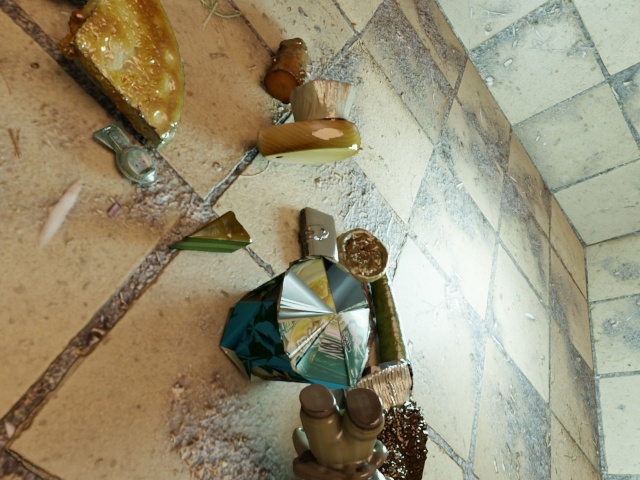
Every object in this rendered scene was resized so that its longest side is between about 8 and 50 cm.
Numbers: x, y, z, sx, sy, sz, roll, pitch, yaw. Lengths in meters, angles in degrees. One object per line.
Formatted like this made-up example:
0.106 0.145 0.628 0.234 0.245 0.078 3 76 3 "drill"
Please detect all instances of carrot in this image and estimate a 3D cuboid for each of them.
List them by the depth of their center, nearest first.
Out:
0.166 0.189 1.105 0.074 0.074 0.358 13 60 -43 "carrot"
-0.076 -0.463 1.143 0.102 0.102 0.263 39 42 -28 "carrot"

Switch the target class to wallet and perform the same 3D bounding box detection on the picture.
0.000 0.000 1.035 0.118 0.039 0.152 15 63 -45 "wallet"

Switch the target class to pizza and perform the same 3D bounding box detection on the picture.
-0.341 -0.325 0.761 0.226 0.086 0.335 -17 100 -55 "pizza"

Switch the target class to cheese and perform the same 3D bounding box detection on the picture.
-0.329 -0.146 0.759 0.120 0.026 0.067 53 42 -15 "cheese"

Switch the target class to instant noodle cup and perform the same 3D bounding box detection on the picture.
-0.045 0.158 0.805 0.240 0.178 0.240 22 58 -39 "instant noodle cup"

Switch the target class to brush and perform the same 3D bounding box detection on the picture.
-0.033 -0.270 1.013 0.267 0.174 0.166 -11 92 -38 "brush"

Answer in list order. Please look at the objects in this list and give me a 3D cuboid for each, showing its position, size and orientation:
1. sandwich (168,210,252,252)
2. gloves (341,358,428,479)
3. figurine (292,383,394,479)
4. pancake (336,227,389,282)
-0.196 0.008 0.794 0.116 0.074 0.074 -41 103 -47 "sandwich"
0.138 0.417 0.915 0.210 0.135 0.312 1 73 -51 "gloves"
0.048 0.409 0.692 0.248 0.203 0.380 -8 104 -11 "figurine"
0.104 0.035 1.108 0.152 0.025 0.151 7 63 -14 "pancake"
